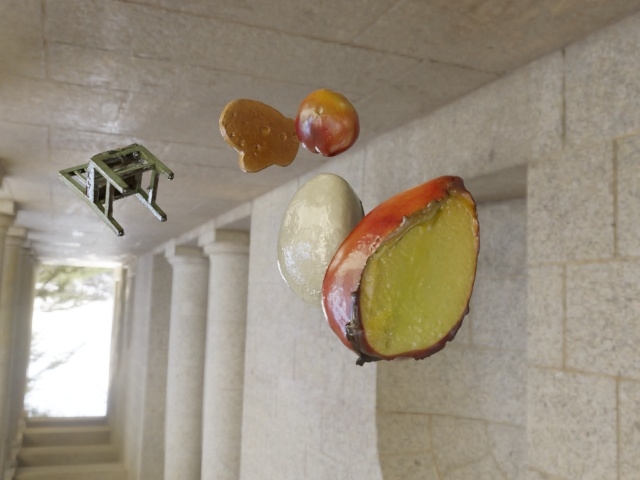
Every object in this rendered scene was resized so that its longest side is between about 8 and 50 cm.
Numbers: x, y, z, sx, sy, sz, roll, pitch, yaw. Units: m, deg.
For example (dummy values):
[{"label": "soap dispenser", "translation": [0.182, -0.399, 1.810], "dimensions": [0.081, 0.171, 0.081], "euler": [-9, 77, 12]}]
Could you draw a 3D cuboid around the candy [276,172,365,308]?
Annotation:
[{"label": "candy", "translation": [0.000, 0.000, 1.398], "dimensions": [0.185, 0.296, 0.295], "euler": [-2, 174, -7]}]

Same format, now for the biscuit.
[{"label": "biscuit", "translation": [-0.099, -0.160, 1.058], "dimensions": [0.140, 0.118, 0.023], "euler": [28, 162, -28]}]

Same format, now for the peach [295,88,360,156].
[{"label": "peach", "translation": [0.007, -0.169, 0.957], "dimensions": [0.100, 0.101, 0.101], "euler": [2, 174, 0]}]

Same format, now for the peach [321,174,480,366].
[{"label": "peach", "translation": [0.135, 0.042, 1.204], "dimensions": [0.257, 0.362, 0.201], "euler": [23, 180, -30]}]

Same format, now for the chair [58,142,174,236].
[{"label": "chair", "translation": [-0.471, -0.151, 1.520], "dimensions": [0.136, 0.147, 0.270], "euler": [-24, -127, -41]}]
